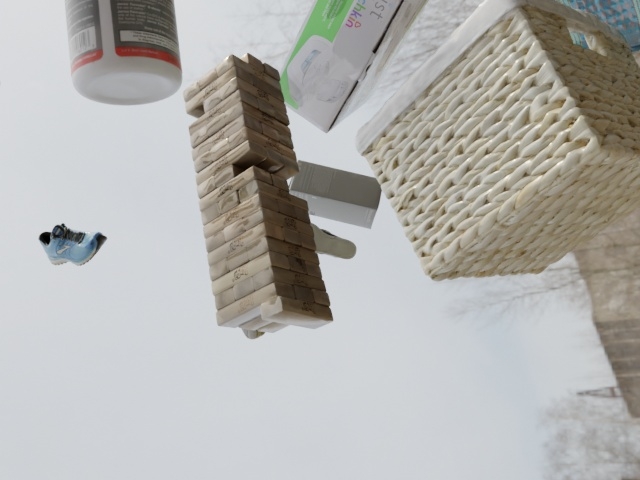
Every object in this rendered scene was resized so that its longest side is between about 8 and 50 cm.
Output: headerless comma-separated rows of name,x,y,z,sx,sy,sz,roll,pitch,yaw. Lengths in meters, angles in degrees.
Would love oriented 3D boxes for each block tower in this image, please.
block tower,-0.079,-0.055,0.760,0.091,0.097,0.335,18,-128,-50

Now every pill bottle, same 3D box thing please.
pill bottle,-0.394,-0.470,1.300,0.210,0.210,0.362,4,-103,-59

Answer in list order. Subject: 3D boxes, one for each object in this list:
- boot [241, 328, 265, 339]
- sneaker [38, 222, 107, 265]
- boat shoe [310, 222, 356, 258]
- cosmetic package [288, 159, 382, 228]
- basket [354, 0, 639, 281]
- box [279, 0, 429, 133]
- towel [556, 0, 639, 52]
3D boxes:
boot,-0.121,0.188,1.655,0.165,0.213,0.077,-7,-84,-17
sneaker,-0.468,0.004,1.225,0.073,0.162,0.063,59,-142,-33
boat shoe,0.000,0.000,1.120,0.038,0.125,0.046,167,120,-80
cosmetic package,0.039,-0.120,1.740,0.127,0.238,0.107,96,-170,-65
basket,0.296,-0.134,0.954,0.328,0.331,0.266,0,-122,-42
box,0.063,-0.336,1.070,0.127,0.262,0.231,36,-144,4
towel,0.432,-0.463,1.019,0.040,0.271,0.370,-28,-80,-21
